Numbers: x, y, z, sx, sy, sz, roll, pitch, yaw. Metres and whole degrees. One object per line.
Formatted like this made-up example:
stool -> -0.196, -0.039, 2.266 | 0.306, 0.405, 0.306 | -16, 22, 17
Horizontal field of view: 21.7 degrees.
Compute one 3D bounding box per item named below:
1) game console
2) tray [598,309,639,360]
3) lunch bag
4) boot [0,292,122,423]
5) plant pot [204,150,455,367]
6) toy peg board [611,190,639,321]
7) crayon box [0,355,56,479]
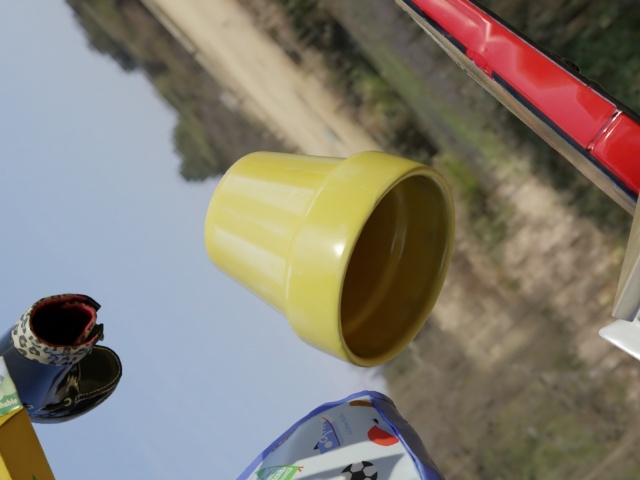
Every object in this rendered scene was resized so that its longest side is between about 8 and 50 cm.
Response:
game console -> 0.210, -0.125, 1.499 | 0.342, 0.060, 0.386 | 44, -174, 21
tray -> 0.459, 0.135, 1.861 | 0.270, 0.030, 0.145 | 33, -141, 32
lunch bag -> 0.013, 0.401, 1.949 | 0.239, 0.385, 0.328 | 31, -167, -31
boot -> -0.267, 0.123, 1.764 | 0.236, 0.178, 0.085 | -4, -116, -48
plant pot -> 0.000, 0.000, 2.041 | 0.239, 0.254, 0.254 | 20, 169, 32
toy peg board -> 0.245, -0.047, 1.007 | 0.079, 0.160, 0.161 | 15, 150, 5
crayon box -> -0.342, 0.296, 1.603 | 0.083, 0.203, 0.323 | -45, -65, -71
